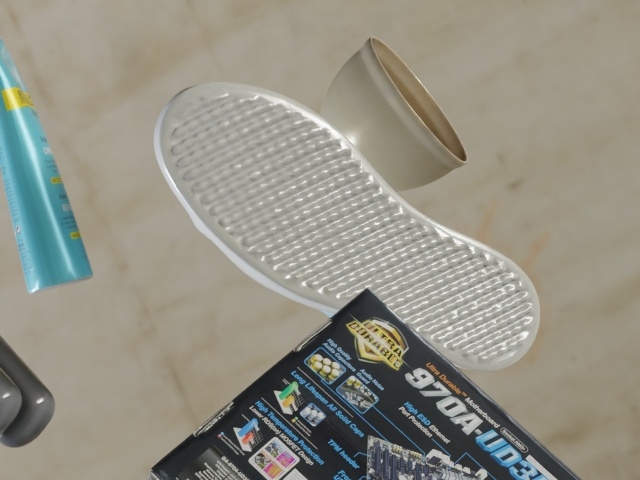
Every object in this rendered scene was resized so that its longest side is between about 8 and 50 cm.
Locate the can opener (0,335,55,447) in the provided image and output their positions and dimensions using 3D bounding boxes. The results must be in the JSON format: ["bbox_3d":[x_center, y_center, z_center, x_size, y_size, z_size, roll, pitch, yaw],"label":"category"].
[{"bbox_3d":[-0.292,0.045,1.121,0.095,0.283,0.076,-50,155,8],"label":"can opener"}]

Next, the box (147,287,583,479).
[{"bbox_3d":[0.041,0.154,0.944,0.175,0.220,0.051,-40,161,-28],"label":"box"}]

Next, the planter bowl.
[{"bbox_3d":[0.060,-0.113,1.771,0.109,0.162,0.162,-37,170,15],"label":"planter bowl"}]

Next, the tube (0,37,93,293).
[{"bbox_3d":[-0.230,-0.063,1.353,0.052,0.207,0.080,-16,179,-6],"label":"tube"}]

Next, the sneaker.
[{"bbox_3d":[0.000,0.000,1.392,0.135,0.366,0.150,-60,-155,-14],"label":"sneaker"}]
